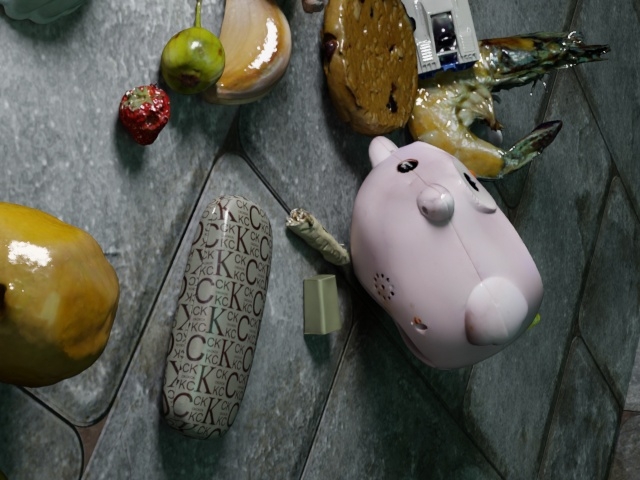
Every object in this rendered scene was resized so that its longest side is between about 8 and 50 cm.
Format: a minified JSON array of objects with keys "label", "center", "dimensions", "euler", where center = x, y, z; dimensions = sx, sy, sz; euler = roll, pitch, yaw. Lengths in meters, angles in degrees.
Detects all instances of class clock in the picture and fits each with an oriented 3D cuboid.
[{"label":"clock","center":[0.189,0.027,2.099],"dimensions":[0.251,0.368,0.376],"euler":[-32,126,-7]}]

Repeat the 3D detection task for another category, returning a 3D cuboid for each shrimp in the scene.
[{"label":"shrimp","center":[0.371,-0.271,2.350],"dimensions":[0.445,0.085,0.272],"euler":[-21,85,-15]}]

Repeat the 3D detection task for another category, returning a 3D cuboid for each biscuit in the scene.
[{"label":"biscuit","center":[0.081,-0.313,2.120],"dimensions":[0.296,0.075,0.295],"euler":[13,75,-57]}]

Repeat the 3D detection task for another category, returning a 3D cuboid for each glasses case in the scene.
[{"label":"glasses case","center":[-0.144,0.109,1.777],"dimensions":[0.137,0.085,0.354],"euler":[33,65,-56]}]

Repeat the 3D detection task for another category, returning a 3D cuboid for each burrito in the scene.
[{"label":"burrito","center":[0.000,0.000,2.052],"dimensions":[0.185,0.041,0.045],"euler":[44,14,-50]}]

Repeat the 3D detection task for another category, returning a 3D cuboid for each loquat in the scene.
[{"label":"loquat","center":[-0.332,0.060,1.344],"dimensions":[0.238,0.238,0.193],"euler":[2,107,-59]}]

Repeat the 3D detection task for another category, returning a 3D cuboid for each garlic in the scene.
[{"label":"garlic","center":[-0.103,-0.286,1.810],"dimensions":[0.115,0.128,0.206],"euler":[71,22,-73]}]

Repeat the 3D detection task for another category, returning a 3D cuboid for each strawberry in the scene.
[{"label":"strawberry","center":[-0.230,-0.163,1.638],"dimensions":[0.083,0.073,0.073],"euler":[81,30,-45]}]

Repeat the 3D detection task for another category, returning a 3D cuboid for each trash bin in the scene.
[{"label":"trash bin","center":[0.001,0.106,2.056],"dimensions":[0.061,0.043,0.092],"euler":[-14,103,-57]}]

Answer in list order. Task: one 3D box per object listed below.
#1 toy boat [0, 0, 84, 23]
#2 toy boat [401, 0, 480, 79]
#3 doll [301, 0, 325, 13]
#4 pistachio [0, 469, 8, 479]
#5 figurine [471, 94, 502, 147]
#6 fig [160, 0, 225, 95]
[{"label":"toy boat","center":[-0.293,-0.385,1.487],"dimensions":[0.290,0.100,0.199],"euler":[-58,139,-36]},{"label":"toy boat","center":[0.198,-0.450,2.255],"dimensions":[0.088,0.129,0.295],"euler":[179,-102,-83]},{"label":"doll","center":[-0.066,-0.470,1.822],"dimensions":[0.303,0.156,0.201],"euler":[-102,176,-50]},{"label":"pistachio","center":[-0.409,0.265,1.330],"dimensions":[0.100,0.110,0.189],"euler":[-64,144,-16]},{"label":"figurine","center":[0.295,-0.231,2.437],"dimensions":[0.126,0.147,0.192],"euler":[-25,96,-35]},{"label":"fig","center":[-0.160,-0.274,1.721],"dimensions":[0.166,0.093,0.093],"euler":[-63,141,-36]}]
